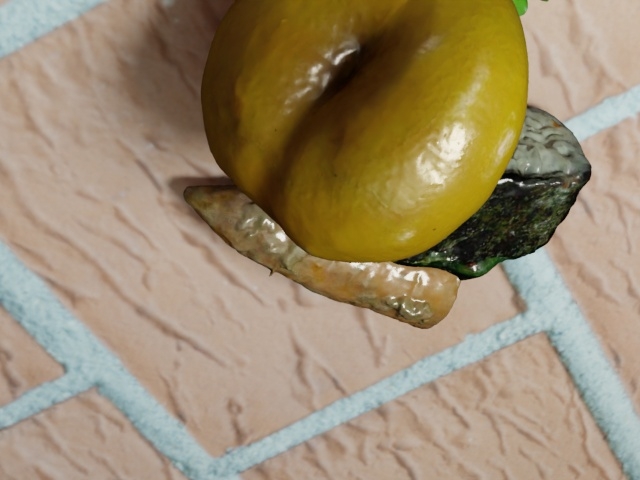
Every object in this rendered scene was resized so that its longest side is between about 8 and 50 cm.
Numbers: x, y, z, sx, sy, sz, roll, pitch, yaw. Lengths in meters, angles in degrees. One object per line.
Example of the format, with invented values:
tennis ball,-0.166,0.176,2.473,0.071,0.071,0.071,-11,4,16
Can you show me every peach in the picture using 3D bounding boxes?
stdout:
peach,0.035,-0.110,1.044,0.251,0.251,0.153,-38,159,19

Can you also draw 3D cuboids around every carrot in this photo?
carrot,0.000,0.000,1.249,0.263,0.102,0.102,20,124,-25

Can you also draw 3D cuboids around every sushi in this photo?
sushi,0.107,-0.047,1.204,0.225,0.124,0.127,0,132,-23

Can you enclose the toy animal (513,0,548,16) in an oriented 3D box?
toy animal,0.184,-0.263,1.056,0.103,0.100,0.208,39,124,-15
